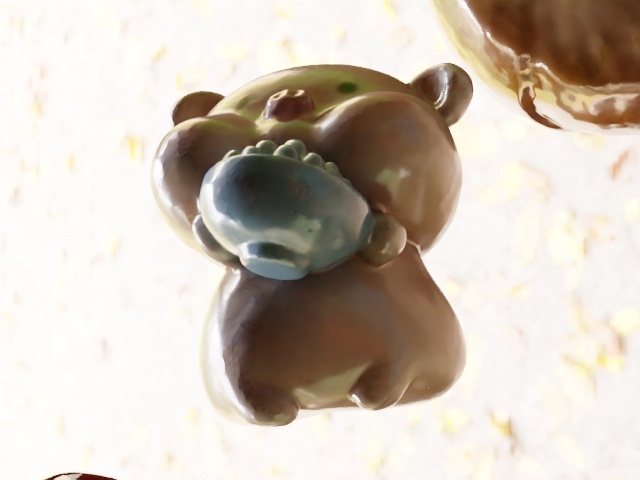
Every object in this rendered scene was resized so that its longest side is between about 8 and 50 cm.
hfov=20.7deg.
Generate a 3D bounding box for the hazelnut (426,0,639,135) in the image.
[{"bbox_3d":[0.248,-0.229,1.354,0.372,0.372,0.315,-40,57,49],"label":"hazelnut"}]

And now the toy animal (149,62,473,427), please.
[{"bbox_3d":[0.005,0.007,1.133,0.229,0.210,0.221,-74,-27,-65],"label":"toy animal"}]

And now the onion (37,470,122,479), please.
[{"bbox_3d":[-0.137,0.181,0.931,0.131,0.131,0.131,-1,89,56],"label":"onion"}]
